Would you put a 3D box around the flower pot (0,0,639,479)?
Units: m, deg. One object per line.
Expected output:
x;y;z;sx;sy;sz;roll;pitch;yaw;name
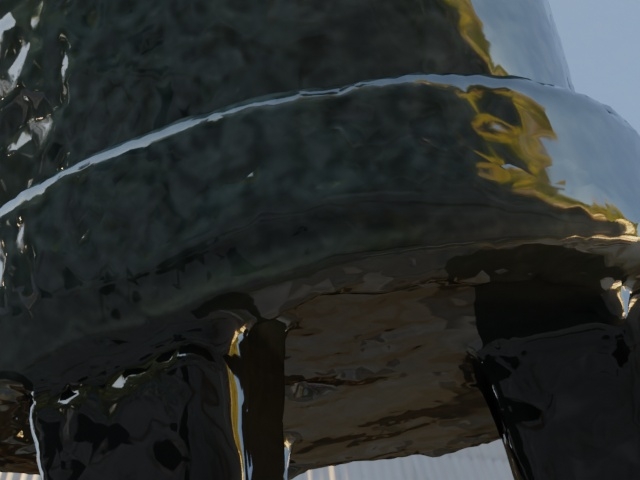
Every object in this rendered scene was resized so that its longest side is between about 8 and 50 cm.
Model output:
0.000;0.000;0.499;0.299;0.283;0.299;-10;-23;-4;flower pot
